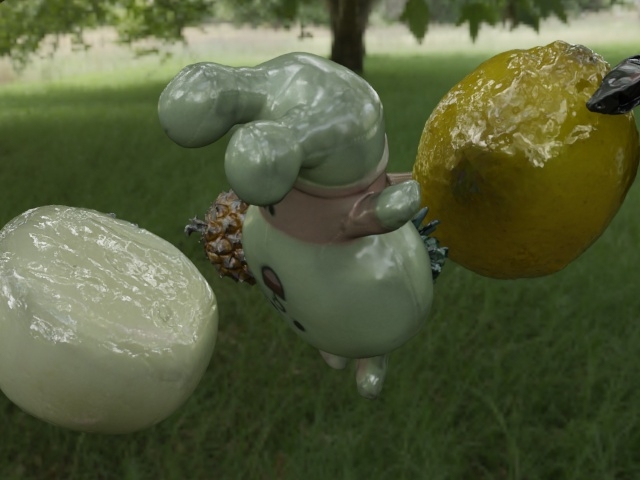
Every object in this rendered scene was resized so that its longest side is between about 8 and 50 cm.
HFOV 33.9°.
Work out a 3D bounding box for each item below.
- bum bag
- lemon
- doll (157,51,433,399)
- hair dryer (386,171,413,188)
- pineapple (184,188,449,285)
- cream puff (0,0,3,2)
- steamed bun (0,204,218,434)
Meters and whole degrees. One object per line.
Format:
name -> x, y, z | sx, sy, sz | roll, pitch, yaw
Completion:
bum bag -> 0.250, -0.128, 0.845 | 0.058, 0.034, 0.124 | -24, 8, 29
lemon -> 0.191, -0.072, 0.992 | 0.204, 0.260, 0.204 | 14, 38, -11
doll -> 0.008, -0.011, 0.658 | 0.113, 0.275, 0.155 | -44, 49, -17
hair dryer -> 0.133, -0.072, 1.833 | 0.117, 0.064, 0.182 | -3, -11, -25
pineapple -> -0.005, 0.004, 0.869 | 0.221, 0.083, 0.103 | 9, -22, 7
cream puff -> -0.391, -0.475, 1.478 | 0.350, 0.228, 0.350 | -17, 13, 4
steamed bun -> -0.319, 0.128, 1.428 | 0.334, 0.233, 0.312 | 29, 27, -3
